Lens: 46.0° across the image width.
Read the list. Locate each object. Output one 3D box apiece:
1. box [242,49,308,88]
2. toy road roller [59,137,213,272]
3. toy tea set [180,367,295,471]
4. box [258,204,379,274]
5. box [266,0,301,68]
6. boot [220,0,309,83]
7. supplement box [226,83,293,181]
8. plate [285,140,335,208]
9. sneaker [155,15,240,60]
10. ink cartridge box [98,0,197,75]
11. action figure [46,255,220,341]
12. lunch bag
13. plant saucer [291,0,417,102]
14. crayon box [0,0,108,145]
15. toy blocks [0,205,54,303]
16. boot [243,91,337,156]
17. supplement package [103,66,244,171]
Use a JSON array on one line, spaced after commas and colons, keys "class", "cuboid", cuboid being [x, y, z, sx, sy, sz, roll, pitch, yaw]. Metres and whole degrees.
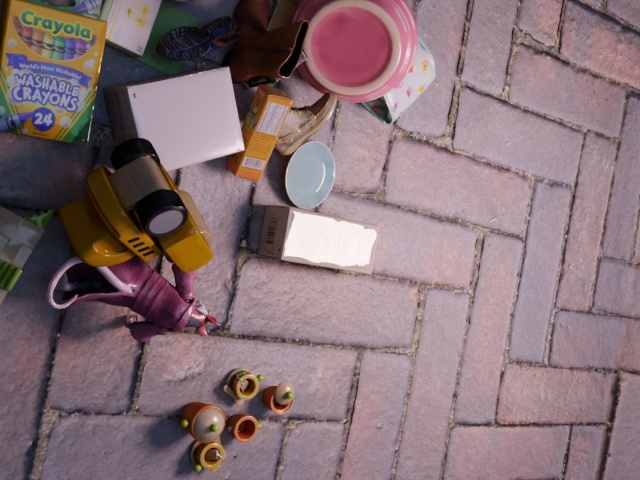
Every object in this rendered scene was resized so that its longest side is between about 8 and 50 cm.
[{"class": "box", "cuboid": [-0.118, -0.432, 1.905, 0.116, 0.162, 0.029, -43, 117, -25]}, {"class": "toy road roller", "cuboid": [-0.395, -0.039, 1.606, 0.241, 0.202, 0.329, -30, 155, -2]}, {"class": "toy tea set", "cuboid": [-0.205, 0.454, 1.955, 0.336, 0.124, 0.200, -35, 113, -28]}, {"class": "box", "cuboid": [0.000, 0.000, 2.058, 0.311, 0.121, 0.147, 12, 88, -36]}, {"class": "box", "cuboid": [-0.058, -0.550, 2.023, 0.201, 0.021, 0.164, 25, 81, -35]}, {"class": "boot", "cuboid": [-0.127, -0.507, 1.818, 0.096, 0.280, 0.264, 31, 77, -33]}, {"class": "supplement box", "cuboid": [-0.154, -0.269, 1.890, 0.080, 0.078, 0.233, 12, 115, -34]}, {"class": "plate", "cuboid": [-0.032, -0.180, 2.061, 0.188, 0.024, 0.188, -18, 116, -42]}, {"class": "sneaker", "cuboid": [-0.298, -0.476, 1.815, 0.221, 0.087, 0.083, -24, 101, -34]}, {"class": "ink cartridge box", "cuboid": [-0.402, -0.505, 1.764, 0.235, 0.056, 0.171, 22, 82, -33]}, {"class": "action figure", "cuboid": [-0.388, 0.105, 1.696, 0.370, 0.276, 0.248, 30, 88, -10]}, {"class": "lunch bag", "cuboid": [0.188, -0.488, 2.123, 0.223, 0.160, 0.262, -48, 113, -23]}, {"class": "plant saucer", "cuboid": [0.082, -0.505, 1.935, 0.332, 0.332, 0.084, 59, 22, -24]}, {"class": "crayon box", "cuboid": [-0.576, -0.379, 1.596, 0.203, 0.083, 0.322, 6, 100, -32]}, {"class": "toy blocks", "cuboid": [-0.752, 0.040, 1.514, 0.261, 0.191, 0.381, 32, 75, -22]}, {"class": "boot", "cuboid": [-0.077, -0.341, 1.961, 0.213, 0.077, 0.165, -43, 119, 12]}, {"class": "supplement package", "cuboid": [-0.339, -0.282, 1.767, 0.262, 0.145, 0.203, -20, 110, -32]}]
